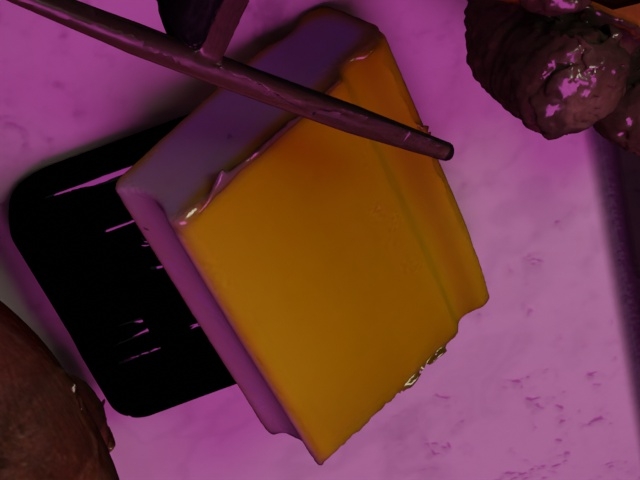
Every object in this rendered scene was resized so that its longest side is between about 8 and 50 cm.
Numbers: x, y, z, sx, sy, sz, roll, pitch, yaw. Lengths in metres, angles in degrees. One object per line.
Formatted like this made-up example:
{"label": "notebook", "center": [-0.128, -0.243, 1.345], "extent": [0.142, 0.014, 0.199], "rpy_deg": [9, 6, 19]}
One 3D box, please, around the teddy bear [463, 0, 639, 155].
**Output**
{"label": "teddy bear", "center": [0.150, -0.147, 0.844], "extent": [0.177, 0.140, 0.190], "rpy_deg": [0, 128, -50]}

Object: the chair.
{"label": "chair", "center": [-0.041, -0.169, 0.734], "extent": [0.272, 0.188, 0.166], "rpy_deg": [11, 126, -26]}

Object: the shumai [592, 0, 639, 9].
{"label": "shumai", "center": [0.082, -0.315, 0.534], "extent": [0.395, 0.348, 0.395], "rpy_deg": [-27, 138, -27]}

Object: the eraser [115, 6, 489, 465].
{"label": "eraser", "center": [0.000, 0.000, 0.926], "extent": [0.158, 0.069, 0.226], "rpy_deg": [-42, 134, -15]}

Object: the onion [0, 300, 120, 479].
{"label": "onion", "center": [-0.249, 0.179, 0.882], "extent": [0.353, 0.354, 0.354], "rpy_deg": [-7, 132, -8]}

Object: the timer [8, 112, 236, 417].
{"label": "timer", "center": [-0.085, 0.021, 0.971], "extent": [0.144, 0.055, 0.187], "rpy_deg": [-20, 132, 5]}
